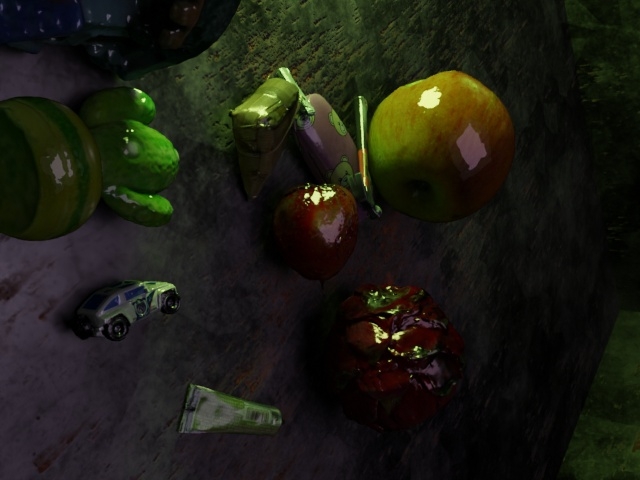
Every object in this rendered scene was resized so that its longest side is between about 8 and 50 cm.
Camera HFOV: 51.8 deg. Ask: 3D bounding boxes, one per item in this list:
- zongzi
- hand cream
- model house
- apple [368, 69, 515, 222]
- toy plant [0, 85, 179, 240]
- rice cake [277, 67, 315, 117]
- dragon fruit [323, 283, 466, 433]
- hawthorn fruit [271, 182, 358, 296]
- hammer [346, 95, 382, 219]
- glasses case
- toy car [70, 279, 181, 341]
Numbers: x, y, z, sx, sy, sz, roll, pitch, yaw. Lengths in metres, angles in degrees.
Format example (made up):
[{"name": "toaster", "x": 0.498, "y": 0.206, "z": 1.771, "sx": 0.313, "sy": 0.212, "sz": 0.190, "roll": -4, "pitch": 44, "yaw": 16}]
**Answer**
[{"name": "zongzi", "x": -0.101, "y": -0.195, "z": 1.263, "sx": 0.194, "sy": 0.099, "sz": 0.197, "roll": -58, "pitch": 158, "yaw": -44}, {"name": "hand cream", "x": -0.162, "y": 0.331, "z": 1.250, "sx": 0.235, "sy": 0.055, "sz": 0.086, "roll": 22, "pitch": 73, "yaw": -41}, {"name": "model house", "x": -0.308, "y": -0.354, "z": 0.825, "sx": 0.329, "sy": 0.295, "sz": 0.251, "roll": -14, "pitch": 99, "yaw": -52}, {"name": "apple", "x": 0.265, "y": -0.210, "z": 1.508, "sx": 0.340, "sy": 0.340, "sz": 0.339, "roll": -5, "pitch": 96, "yaw": -50}, {"name": "toy plant", "x": -0.317, "y": -0.111, "z": 0.942, "sx": 0.316, "sy": 0.185, "sz": 0.224, "roll": -26, "pitch": 94, "yaw": -58}, {"name": "rice cake", "x": -0.049, "y": -0.294, "z": 1.311, "sx": 0.022, "sy": 0.021, "sz": 0.121, "roll": -19, "pitch": 70, "yaw": -39}, {"name": "dragon fruit", "x": 0.157, "y": 0.251, "z": 1.427, "sx": 0.329, "sy": 0.329, "sz": 0.329, "roll": -5, "pitch": 96, "yaw": -50}, {"name": "hawthorn fruit", "x": 0.000, "y": 0.000, "z": 1.316, "sx": 0.181, "sy": 0.181, "sz": 0.235, "roll": -14, "pitch": 97, "yaw": -49}, {"name": "hammer", "x": 0.091, "y": -0.191, "z": 1.413, "sx": 0.111, "sy": 0.033, "sz": 0.287, "roll": 45, "pitch": 37, "yaw": -50}, {"name": "glasses case", "x": 0.032, "y": -0.170, "z": 1.421, "sx": 0.316, "sy": 0.076, "sz": 0.123, "roll": 56, "pitch": 47, "yaw": -36}, {"name": "toy car", "x": -0.306, "y": 0.104, "z": 1.028, "sx": 0.171, "sy": 0.080, "sz": 0.070, "roll": -26, "pitch": 110, "yaw": -46}]
